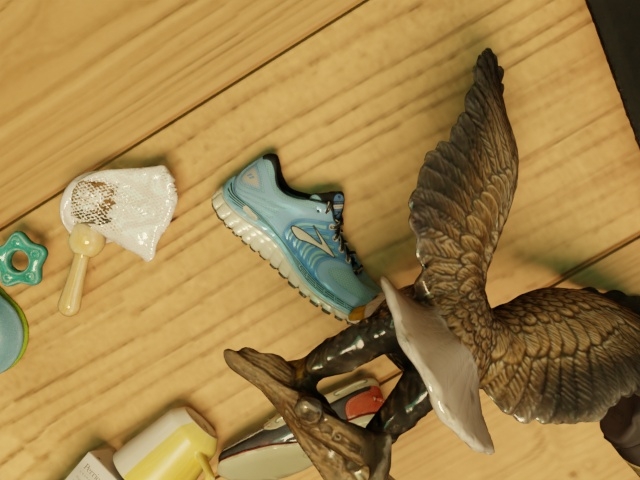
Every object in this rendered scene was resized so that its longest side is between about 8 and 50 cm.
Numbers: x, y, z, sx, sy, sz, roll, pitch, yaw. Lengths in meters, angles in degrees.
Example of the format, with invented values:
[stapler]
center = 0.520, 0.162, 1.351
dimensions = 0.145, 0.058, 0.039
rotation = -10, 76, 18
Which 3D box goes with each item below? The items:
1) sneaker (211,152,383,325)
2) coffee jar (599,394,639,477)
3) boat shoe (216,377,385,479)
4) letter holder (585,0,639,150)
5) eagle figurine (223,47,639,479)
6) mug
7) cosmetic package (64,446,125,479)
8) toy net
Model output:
[sneaker]
center = 0.000, 0.000, 0.801
dimensions = 0.162, 0.063, 0.073
rotation = 41, 95, 0
[coffee jar]
center = 0.279, 0.171, 0.775
dimensions = 0.079, 0.096, 0.184
rotation = -42, 92, 1
[boat shoe]
center = -0.015, 0.142, 0.829
dimensions = 0.137, 0.049, 0.043
rotation = -21, 52, 10
[letter holder]
center = 0.326, -0.073, 0.731
dimensions = 0.152, 0.214, 0.302
rotation = -18, 96, 39
[eagle figurine]
center = 0.095, 0.036, 0.689
dimensions = 0.298, 0.225, 0.226
rotation = -35, 137, -21
[mug]
center = -0.106, 0.164, 0.831
dimensions = 0.078, 0.062, 0.064
rotation = 44, 90, 16
[cosmetic package]
center = -0.109, 0.270, 0.817
dimensions = 0.239, 0.060, 0.099
rotation = 42, 93, 12
[toy net]
center = -0.210, 0.004, 0.832
dimensions = 0.232, 0.045, 0.122
rotation = -35, 90, 7
